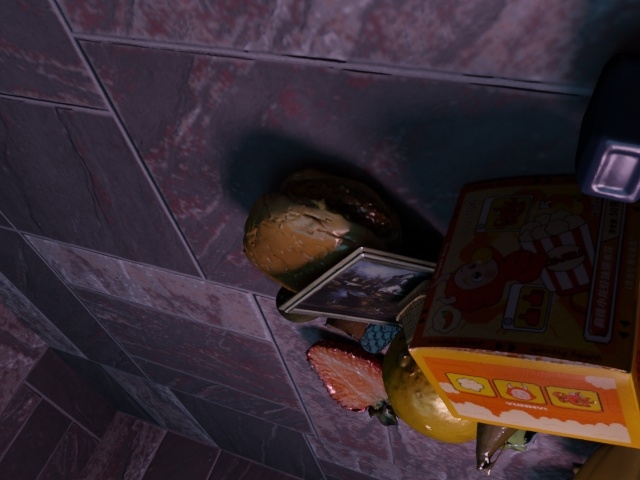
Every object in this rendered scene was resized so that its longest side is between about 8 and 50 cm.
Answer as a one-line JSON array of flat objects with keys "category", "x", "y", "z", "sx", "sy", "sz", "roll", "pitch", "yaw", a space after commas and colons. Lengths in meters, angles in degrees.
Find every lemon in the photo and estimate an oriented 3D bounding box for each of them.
[{"category": "lemon", "x": 0.243, "y": 0.270, "z": 1.161, "sx": 0.236, "sy": 0.236, "sz": 0.263, "roll": 8, "pitch": 151, "yaw": 26}]

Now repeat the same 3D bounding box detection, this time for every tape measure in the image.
[{"category": "tape measure", "x": 0.406, "y": 0.413, "z": 1.381, "sx": 0.200, "sy": 0.106, "sz": 0.175, "roll": 24, "pitch": 162, "yaw": 5}]

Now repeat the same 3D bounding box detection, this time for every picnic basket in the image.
[{"category": "picnic basket", "x": 0.223, "y": 0.126, "z": 1.020, "sx": 0.164, "sy": 0.079, "sz": 0.115, "roll": 2, "pitch": 149, "yaw": -22}]

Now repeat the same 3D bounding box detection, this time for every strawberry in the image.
[{"category": "strawberry", "x": 0.100, "y": 0.330, "z": 1.478, "sx": 0.286, "sy": 0.106, "sz": 0.188, "roll": 42, "pitch": 124, "yaw": -1}]

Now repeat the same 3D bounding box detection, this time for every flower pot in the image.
[{"category": "flower pot", "x": 0.658, "y": 0.547, "z": 1.310, "sx": 0.195, "sy": 0.179, "sz": 0.195, "roll": 29, "pitch": 143, "yaw": 25}]

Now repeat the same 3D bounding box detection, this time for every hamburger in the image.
[{"category": "hamburger", "x": -0.001, "y": 0.000, "z": 1.023, "sx": 0.259, "sy": 0.144, "sz": 0.283, "roll": 27, "pitch": 145, "yaw": -1}]

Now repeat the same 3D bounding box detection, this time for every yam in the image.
[{"category": "yam", "x": 0.070, "y": 0.129, "z": 1.172, "sx": 0.084, "sy": 0.127, "sz": 0.084, "roll": 28, "pitch": 169, "yaw": 6}]

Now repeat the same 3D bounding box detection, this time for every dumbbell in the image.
[{"category": "dumbbell", "x": 0.430, "y": -0.089, "z": 0.592, "sx": 0.325, "sy": 0.160, "sz": 0.144, "roll": 15, "pitch": 116, "yaw": 17}]

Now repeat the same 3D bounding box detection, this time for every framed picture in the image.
[{"category": "framed picture", "x": 0.111, "y": 0.094, "z": 1.025, "sx": 0.296, "sy": 0.019, "sz": 0.232, "roll": 12, "pitch": 144, "yaw": -35}]

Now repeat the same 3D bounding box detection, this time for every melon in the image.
[{"category": "melon", "x": -0.029, "y": 0.119, "z": 1.253, "sx": 0.099, "sy": 0.099, "sz": 0.162, "roll": 40, "pitch": 140, "yaw": -22}]

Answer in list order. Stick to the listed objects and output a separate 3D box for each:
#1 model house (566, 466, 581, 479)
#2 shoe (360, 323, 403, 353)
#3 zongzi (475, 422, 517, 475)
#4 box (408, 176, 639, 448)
[{"category": "model house", "x": 0.694, "y": 0.694, "z": 1.424, "sx": 0.321, "sy": 0.266, "sz": 0.261, "roll": 5, "pitch": 150, "yaw": 32}, {"category": "shoe", "x": 0.146, "y": 0.164, "z": 1.243, "sx": 0.071, "sy": 0.049, "sz": 0.179, "roll": 37, "pitch": 125, "yaw": 1}, {"category": "zongzi", "x": 0.359, "y": 0.220, "z": 0.951, "sx": 0.123, "sy": 0.289, "sz": 0.260, "roll": 32, "pitch": 147, "yaw": -15}, {"category": "box", "x": 0.298, "y": 0.085, "z": 0.801, "sx": 0.259, "sy": 0.283, "sz": 0.214, "roll": -1, "pitch": 141, "yaw": 35}]
